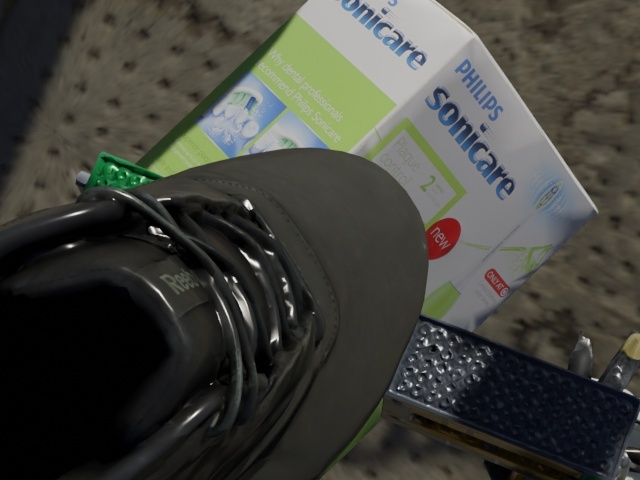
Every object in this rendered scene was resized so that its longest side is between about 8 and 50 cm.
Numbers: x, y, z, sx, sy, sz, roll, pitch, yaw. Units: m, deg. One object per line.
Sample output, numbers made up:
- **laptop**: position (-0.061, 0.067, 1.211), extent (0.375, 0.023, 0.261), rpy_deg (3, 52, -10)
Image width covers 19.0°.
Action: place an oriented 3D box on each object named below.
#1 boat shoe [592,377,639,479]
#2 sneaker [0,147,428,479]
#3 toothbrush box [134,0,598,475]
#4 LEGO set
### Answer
- **boat shoe**: position (0.230, 0.168, 1.334), extent (0.302, 0.114, 0.091), rpy_deg (14, 64, -33)
- **sneaker**: position (-0.047, 0.035, 0.485), extent (0.109, 0.130, 0.286), rpy_deg (52, 42, 5)
- **toothbrush box**: position (0.000, 0.000, 1.159), extent (0.283, 0.122, 0.206), rpy_deg (-44, 139, -2)
- **LEGO set**: position (-0.016, 0.120, 0.816), extent (0.331, 0.192, 0.255), rpy_deg (14, 75, 5)
